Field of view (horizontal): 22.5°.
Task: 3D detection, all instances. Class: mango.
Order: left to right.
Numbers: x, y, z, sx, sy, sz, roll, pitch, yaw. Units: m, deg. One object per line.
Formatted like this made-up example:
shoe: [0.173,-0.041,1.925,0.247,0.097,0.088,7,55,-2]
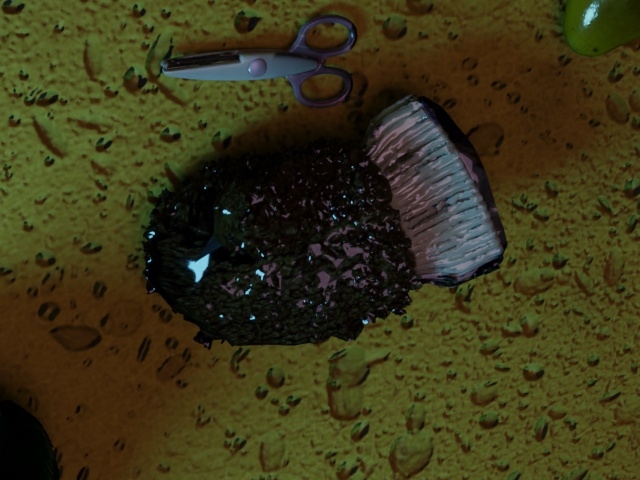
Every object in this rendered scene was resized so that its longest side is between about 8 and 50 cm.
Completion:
mango: [0.282,-0.229,1.441,0.161,0.076,0.103,-44,128,14]

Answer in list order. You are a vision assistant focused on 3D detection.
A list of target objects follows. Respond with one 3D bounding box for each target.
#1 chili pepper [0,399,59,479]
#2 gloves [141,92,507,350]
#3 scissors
chili pepper: [-0.337,0.246,1.340,0.248,0.257,0.233,23,117,-29]
gloves: [-0.003,-0.006,1.406,0.312,0.135,0.210,-26,127,-4]
scissors: [-0.051,-0.151,1.383,0.176,0.022,0.085,-5,117,-21]
